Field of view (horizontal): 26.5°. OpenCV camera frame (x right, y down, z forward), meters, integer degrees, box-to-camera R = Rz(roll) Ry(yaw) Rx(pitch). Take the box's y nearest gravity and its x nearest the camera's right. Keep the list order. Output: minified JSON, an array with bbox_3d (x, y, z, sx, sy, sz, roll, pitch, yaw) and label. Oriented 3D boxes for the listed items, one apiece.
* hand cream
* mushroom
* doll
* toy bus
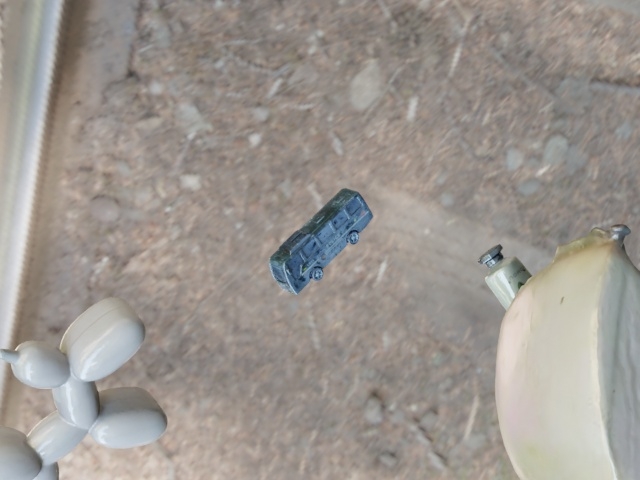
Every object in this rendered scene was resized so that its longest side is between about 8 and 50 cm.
[{"bbox_3d":[0.285,0.108,1.749,0.234,0.080,0.050,52,141,-1],"label":"hand cream"},{"bbox_3d":[0.186,0.141,0.858,0.236,0.173,0.162,37,145,-24],"label":"mushroom"},{"bbox_3d":[-0.199,0.135,1.034,0.059,0.160,0.161,43,148,47],"label":"doll"},{"bbox_3d":[0.000,0.000,1.883,0.047,0.166,0.065,19,147,50],"label":"toy bus"}]
